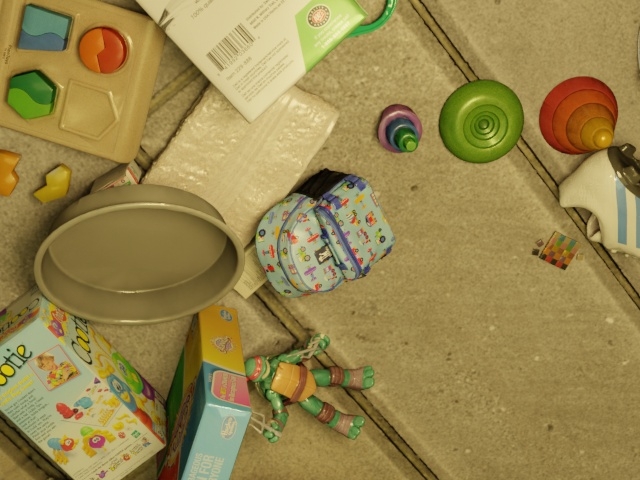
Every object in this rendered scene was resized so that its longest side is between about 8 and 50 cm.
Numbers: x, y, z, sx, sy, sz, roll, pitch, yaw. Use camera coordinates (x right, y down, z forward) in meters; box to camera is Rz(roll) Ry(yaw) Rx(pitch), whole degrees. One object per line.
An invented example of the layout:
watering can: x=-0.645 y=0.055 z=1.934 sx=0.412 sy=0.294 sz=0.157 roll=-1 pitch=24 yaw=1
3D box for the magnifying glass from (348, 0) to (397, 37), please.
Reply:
magnifying glass: x=0.009 y=-0.293 z=1.752 sx=0.231 sy=0.026 sz=0.092 roll=-41 pitch=109 yaw=-4

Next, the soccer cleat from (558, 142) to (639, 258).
soccer cleat: x=0.495 y=-0.018 z=1.923 sx=0.331 sy=0.116 sz=0.143 roll=39 pitch=127 yaw=-24

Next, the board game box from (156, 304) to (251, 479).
board game box: x=-0.173 y=0.263 z=1.817 sx=0.064 sy=0.316 sz=0.242 roll=15 pitch=109 yaw=-13

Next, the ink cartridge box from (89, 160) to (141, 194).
ink cartridge box: x=-0.286 y=-0.077 z=1.768 sx=0.063 sy=0.115 sz=0.029 roll=-30 pitch=107 yaw=5

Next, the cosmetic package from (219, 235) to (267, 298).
cosmetic package: x=-0.090 y=0.025 z=1.880 sx=0.115 sy=0.041 sz=0.060 roll=-40 pitch=114 yaw=9

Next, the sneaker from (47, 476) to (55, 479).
sneaker: x=-0.356 y=0.440 z=1.970 sx=0.410 sy=0.158 sz=0.182 roll=-27 pitch=96 yaw=-2

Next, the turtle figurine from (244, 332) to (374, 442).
turtle figurine: x=-0.033 y=0.216 z=1.912 sx=0.234 sy=0.118 sz=0.175 roll=21 pitch=94 yaw=-32

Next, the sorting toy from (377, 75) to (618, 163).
sorting toy: x=0.268 y=-0.155 z=1.812 sx=0.366 sy=0.126 sz=0.127 roll=-4 pitch=113 yaw=-7

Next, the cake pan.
cake pan: x=-0.254 y=0.020 z=1.782 sx=0.293 sy=0.054 sz=0.293 roll=-6 pitch=144 yaw=-4

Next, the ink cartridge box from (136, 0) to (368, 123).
ink cartridge box: x=-0.109 y=-0.331 z=1.653 sx=0.211 sy=0.121 sz=0.289 roll=-41 pitch=97 yaw=9

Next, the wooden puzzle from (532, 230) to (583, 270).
wooden puzzle: x=0.370 y=0.015 z=1.960 sx=0.083 sy=0.006 sz=0.049 roll=25 pitch=107 yaw=-17

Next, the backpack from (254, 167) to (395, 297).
backpack: x=0.000 y=0.000 z=1.809 sx=0.173 sy=0.117 sz=0.158 roll=-37 pitch=117 yaw=-29

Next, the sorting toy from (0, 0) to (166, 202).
sorting toy: x=-0.354 y=-0.185 z=1.738 sx=0.229 sy=0.041 sz=0.307 roll=16 pitch=111 yaw=-3

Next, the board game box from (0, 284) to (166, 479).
board game box: x=-0.369 y=0.216 z=1.864 sx=0.144 sy=0.142 sz=0.275 roll=-36 pitch=113 yaw=8

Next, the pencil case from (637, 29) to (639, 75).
pencil case: x=0.595 y=-0.276 z=1.816 sx=0.273 sy=0.113 sz=0.124 roll=-2 pitch=127 yaw=-7

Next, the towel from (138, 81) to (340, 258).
towel: x=-0.124 y=-0.119 z=1.812 sx=0.187 sy=0.049 sz=0.282 roll=31 pitch=105 yaw=-19
